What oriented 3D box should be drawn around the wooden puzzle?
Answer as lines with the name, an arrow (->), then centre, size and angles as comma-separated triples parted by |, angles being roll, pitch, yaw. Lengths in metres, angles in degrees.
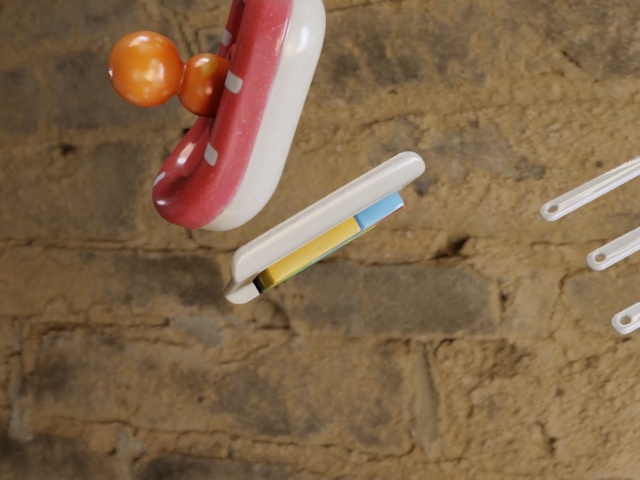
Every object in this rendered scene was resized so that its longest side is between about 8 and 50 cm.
wooden puzzle -> 0.000, 0.000, 1.104 | 0.220, 0.239, 0.044 | -31, -97, -10

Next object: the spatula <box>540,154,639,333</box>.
spatula -> 0.302, -0.034, 0.802 | 0.242, 0.019, 0.168 | -29, -129, 4

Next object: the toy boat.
toy boat -> -0.095, -0.122, 0.834 | 0.151, 0.151, 0.231 | -104, -150, -63
